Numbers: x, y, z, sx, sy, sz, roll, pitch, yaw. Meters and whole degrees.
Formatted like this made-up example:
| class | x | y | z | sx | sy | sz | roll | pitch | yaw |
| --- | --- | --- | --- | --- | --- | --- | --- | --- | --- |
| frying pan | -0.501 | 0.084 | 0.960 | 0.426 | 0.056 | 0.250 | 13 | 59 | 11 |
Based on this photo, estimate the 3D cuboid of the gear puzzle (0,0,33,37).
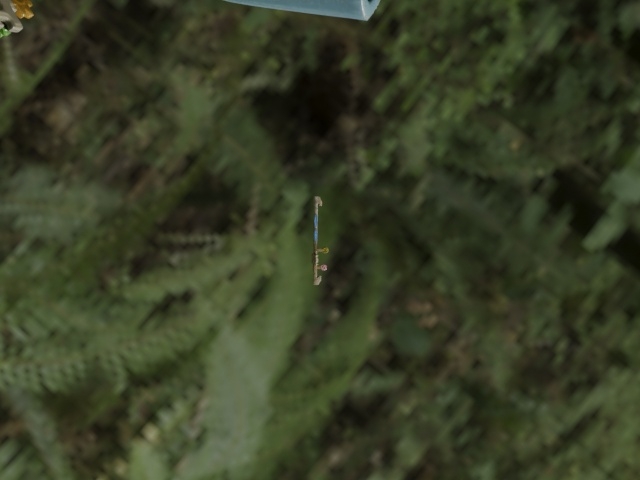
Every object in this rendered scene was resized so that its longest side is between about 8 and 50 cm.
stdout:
| class | x | y | z | sx | sy | sz | roll | pitch | yaw |
| --- | --- | --- | --- | --- | --- | --- | --- | --- | --- |
| gear puzzle | -0.413 | -0.291 | 2.173 | 0.044 | 0.175 | 0.339 | -36 | 172 | 16 |

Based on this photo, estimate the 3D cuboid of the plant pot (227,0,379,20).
| class | x | y | z | sx | sy | sz | roll | pitch | yaw |
| --- | --- | --- | --- | --- | --- | --- | --- | --- | --- |
| plant pot | -0.063 | -0.361 | 1.769 | 0.248 | 0.252 | 0.247 | -65 | 151 | -48 |

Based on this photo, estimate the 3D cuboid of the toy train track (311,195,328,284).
| class | x | y | z | sx | sy | sz | roll | pitch | yaw |
| --- | --- | --- | --- | --- | --- | --- | --- | --- | --- |
| toy train track | 0.000 | 0.000 | 1.865 | 0.048 | 0.014 | 0.083 | -162 | -108 | -85 |
